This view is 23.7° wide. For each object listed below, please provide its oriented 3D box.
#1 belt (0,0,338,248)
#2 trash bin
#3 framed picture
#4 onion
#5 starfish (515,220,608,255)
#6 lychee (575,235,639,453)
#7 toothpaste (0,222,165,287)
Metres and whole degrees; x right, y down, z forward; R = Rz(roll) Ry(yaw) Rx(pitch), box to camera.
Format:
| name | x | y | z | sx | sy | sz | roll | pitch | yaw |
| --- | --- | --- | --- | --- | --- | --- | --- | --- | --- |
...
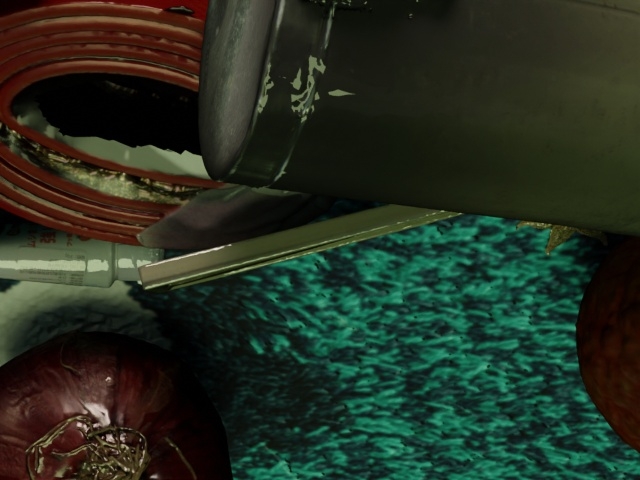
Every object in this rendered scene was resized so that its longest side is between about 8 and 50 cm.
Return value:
| name | x | y | z | sx | sy | sz | roll | pitch | yaw |
| --- | --- | --- | --- | --- | --- | --- | --- | --- | --- |
| belt | -0.114 | -0.107 | 1.089 | 0.324 | 0.115 | 0.227 | 8 | 136 | -9 |
| trash bin | 0.095 | -0.114 | 0.923 | 0.302 | 0.202 | 0.252 | 8 | 161 | -16 |
| framed picture | 0.000 | -0.001 | 1.138 | 0.266 | 0.018 | 0.192 | -15 | 177 | -4 |
| onion | -0.173 | 0.210 | 1.294 | 0.221 | 0.281 | 0.281 | -34 | 133 | -14 |
| starfish | 0.206 | -0.021 | 1.242 | 0.086 | 0.016 | 0.092 | -32 | 124 | 24 |
| lychee | 0.330 | 0.078 | 1.199 | 0.255 | 0.300 | 0.255 | 0 | 101 | 1 |
| toothpaste | -0.243 | 0.010 | 1.232 | 0.234 | 0.089 | 0.057 | 0 | 105 | -5 |
